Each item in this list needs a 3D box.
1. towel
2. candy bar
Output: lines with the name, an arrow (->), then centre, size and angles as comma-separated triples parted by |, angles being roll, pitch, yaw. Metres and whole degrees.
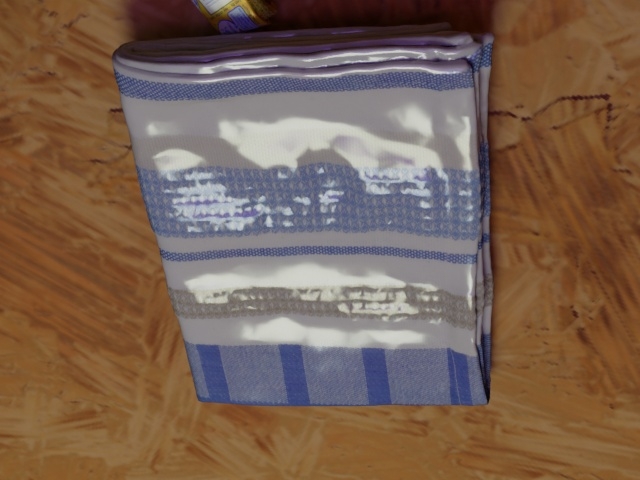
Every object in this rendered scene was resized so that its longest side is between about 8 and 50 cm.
towel -> 0.000, 0.000, 0.734 | 0.209, 0.034, 0.285 | -1, 130, 8
candy bar -> -0.081, -0.167, 0.641 | 0.040, 0.018, 0.161 | -26, 119, 27
